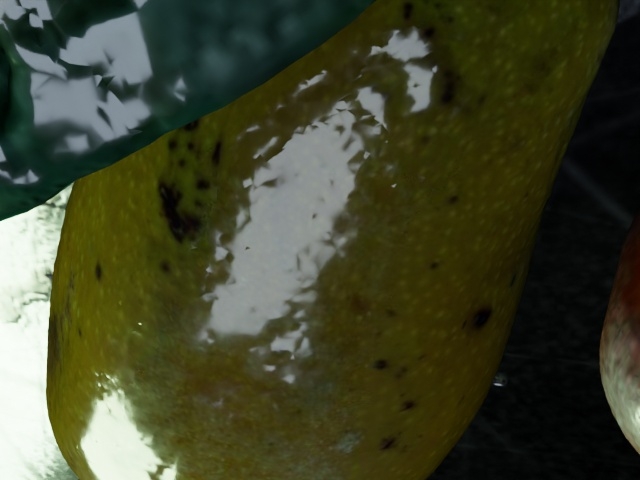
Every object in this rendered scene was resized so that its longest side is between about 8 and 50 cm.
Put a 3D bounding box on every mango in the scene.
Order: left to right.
[{"bbox_3d":[-0.007,0.003,0.630,0.176,0.176,0.329,-17,149,-32],"label":"mango"}]

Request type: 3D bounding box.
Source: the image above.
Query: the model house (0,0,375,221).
[{"bbox_3d":[-0.142,-0.194,0.419,0.294,0.252,0.329,-16,122,29],"label":"model house"}]

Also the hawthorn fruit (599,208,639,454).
[{"bbox_3d":[0.193,0.037,0.606,0.172,0.173,0.173,8,136,8],"label":"hawthorn fruit"}]
